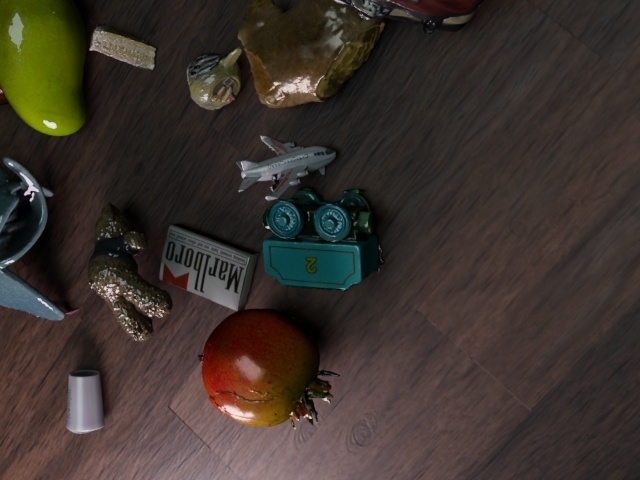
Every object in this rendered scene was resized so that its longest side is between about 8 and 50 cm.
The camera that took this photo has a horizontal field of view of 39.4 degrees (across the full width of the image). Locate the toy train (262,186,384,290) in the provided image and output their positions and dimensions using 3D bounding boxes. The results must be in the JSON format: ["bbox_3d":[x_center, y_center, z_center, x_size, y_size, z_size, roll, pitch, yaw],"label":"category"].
[{"bbox_3d":[0.000,0.000,1.507,0.203,0.112,0.163,4,106,25],"label":"toy train"}]

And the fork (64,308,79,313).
[{"bbox_3d":[-0.540,0.142,1.819,0.115,0.016,0.012,1,77,23],"label":"fork"}]

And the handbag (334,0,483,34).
[{"bbox_3d":[0.131,-0.406,1.296,0.255,0.181,0.181,12,66,-10],"label":"handbag"}]

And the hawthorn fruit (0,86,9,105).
[{"bbox_3d":[-0.635,-0.321,1.723,0.138,0.133,0.132,-1,98,8],"label":"hawthorn fruit"}]

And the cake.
[{"bbox_3d":[-0.357,-0.357,1.650,0.121,0.065,0.052,19,107,-4],"label":"cake"}]

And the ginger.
[{"bbox_3d":[-0.023,-0.337,1.454,0.221,0.130,0.275,40,106,22],"label":"ginger"}]

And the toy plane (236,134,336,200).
[{"bbox_3d":[-0.058,-0.126,1.521,0.171,0.162,0.065,-7,135,-2],"label":"toy plane"}]

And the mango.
[{"bbox_3d":[-0.515,-0.336,1.655,0.143,0.175,0.293,29,129,59],"label":"mango"}]

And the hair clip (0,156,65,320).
[{"bbox_3d":[-0.682,-0.026,1.715,0.318,0.392,0.238,5,72,25],"label":"hair clip"}]

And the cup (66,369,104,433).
[{"bbox_3d":[-0.480,0.321,1.799,0.104,0.074,0.116,6,98,52],"label":"cup"}]

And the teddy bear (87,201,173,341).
[{"bbox_3d":[-0.369,0.054,1.649,0.182,0.129,0.251,-40,64,36],"label":"teddy bear"}]

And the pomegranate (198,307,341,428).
[{"bbox_3d":[-0.091,0.221,1.530,0.235,0.210,0.210,29,109,17],"label":"pomegranate"}]

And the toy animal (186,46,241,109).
[{"bbox_3d":[-0.181,-0.295,1.544,0.098,0.098,0.137,37,124,14],"label":"toy animal"}]

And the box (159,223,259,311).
[{"bbox_3d":[-0.208,0.049,1.646,0.178,0.036,0.115,19,107,19],"label":"box"}]
